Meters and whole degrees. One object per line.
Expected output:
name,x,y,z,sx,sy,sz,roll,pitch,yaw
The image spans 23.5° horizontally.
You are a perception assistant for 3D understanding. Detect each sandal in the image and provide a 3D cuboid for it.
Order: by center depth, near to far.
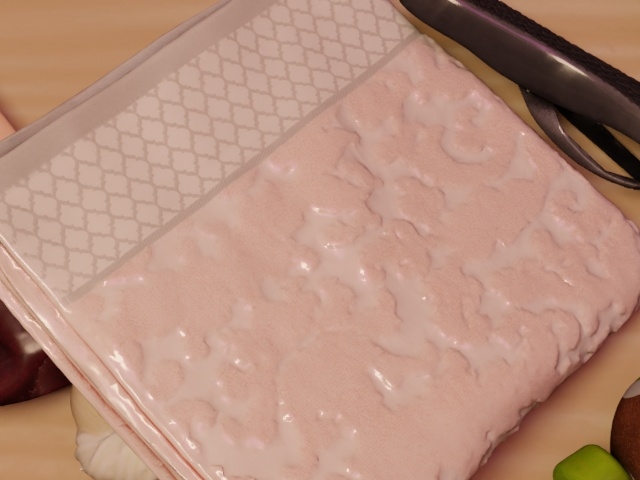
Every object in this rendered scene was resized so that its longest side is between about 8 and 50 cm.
sandal,0.158,-0.088,0.967,0.254,0.097,0.054,33,109,8

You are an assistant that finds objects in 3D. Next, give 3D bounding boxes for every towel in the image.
towel,0.000,0.000,0.893,0.317,0.053,0.332,46,59,9

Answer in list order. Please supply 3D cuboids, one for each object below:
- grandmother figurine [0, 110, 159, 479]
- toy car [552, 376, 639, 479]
grandmother figurine,-0.183,0.016,0.905,0.208,0.104,0.342,-43,77,-5
toy car,0.223,0.094,0.840,0.155,0.188,0.149,-31,51,-15
